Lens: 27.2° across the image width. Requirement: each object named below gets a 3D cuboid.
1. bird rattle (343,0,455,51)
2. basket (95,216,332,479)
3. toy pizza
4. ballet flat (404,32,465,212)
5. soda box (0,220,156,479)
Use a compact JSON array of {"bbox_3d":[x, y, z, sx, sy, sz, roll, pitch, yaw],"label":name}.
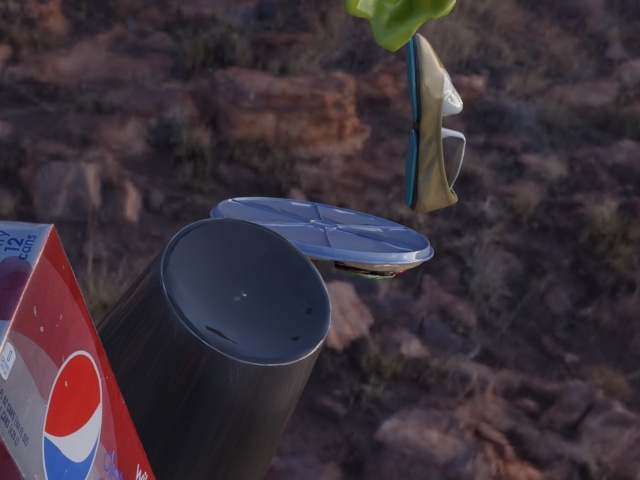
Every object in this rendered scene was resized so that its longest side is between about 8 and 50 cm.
[{"bbox_3d":[0.126,-0.267,1.141,0.253,0.143,0.207,-12,-9,20],"label":"bird rattle"},{"bbox_3d":[-0.095,0.100,0.980,0.154,0.227,0.204,-22,64,-42],"label":"basket"},{"bbox_3d":[0.000,0.000,1.173,0.201,0.032,0.201,10,12,-2],"label":"toy pizza"},{"bbox_3d":[0.139,-0.144,1.606,0.073,0.232,0.080,-3,30,-3],"label":"ballet flat"},{"bbox_3d":[-0.140,0.105,0.614,0.083,0.263,0.092,4,50,12],"label":"soda box"}]
